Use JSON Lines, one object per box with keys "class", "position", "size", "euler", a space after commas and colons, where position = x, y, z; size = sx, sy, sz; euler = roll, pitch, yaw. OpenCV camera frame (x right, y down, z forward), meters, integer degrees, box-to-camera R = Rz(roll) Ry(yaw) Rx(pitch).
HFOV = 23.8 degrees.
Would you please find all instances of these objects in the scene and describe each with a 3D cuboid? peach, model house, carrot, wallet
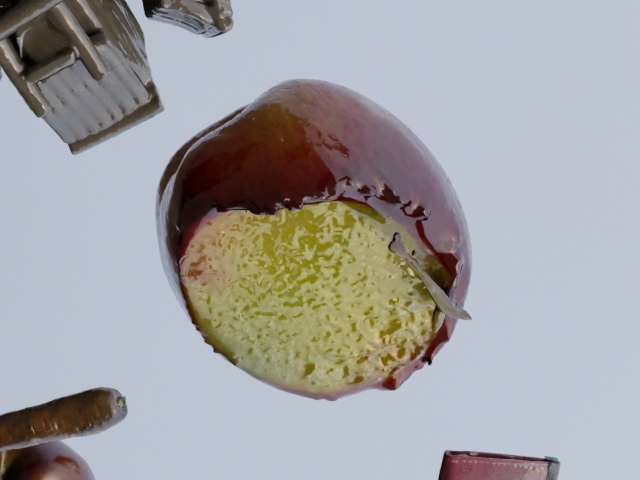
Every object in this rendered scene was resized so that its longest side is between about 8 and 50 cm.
{"class": "peach", "position": [-0.012, -0.018, 1.787], "size": [0.335, 0.406, 0.310], "euler": [-41, -146, 26]}
{"class": "model house", "position": [-0.175, -0.177, 1.192], "size": [0.229, 0.188, 0.122], "euler": [-34, -153, -1]}
{"class": "carrot", "position": [-0.225, 0.143, 1.170], "size": [0.165, 0.035, 0.036], "euler": [-14, -112, 12]}
{"class": "wallet", "position": [0.160, 0.320, 1.517], "size": [0.025, 0.119, 0.232], "euler": [-114, -148, -72]}

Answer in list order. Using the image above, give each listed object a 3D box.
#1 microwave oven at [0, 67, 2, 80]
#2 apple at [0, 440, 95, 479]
{"class": "microwave oven", "position": [-0.512, -0.327, 1.527], "size": [0.236, 0.374, 0.432], "euler": [-95, 179, -68]}
{"class": "apple", "position": [-0.379, 0.347, 1.707], "size": [0.317, 0.288, 0.288], "euler": [114, -36, -49]}
